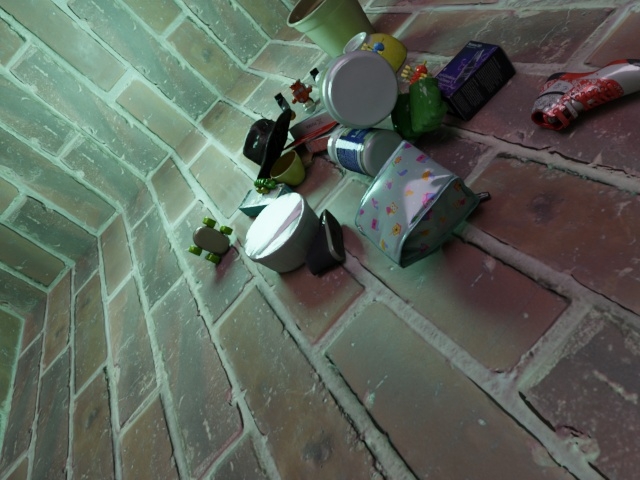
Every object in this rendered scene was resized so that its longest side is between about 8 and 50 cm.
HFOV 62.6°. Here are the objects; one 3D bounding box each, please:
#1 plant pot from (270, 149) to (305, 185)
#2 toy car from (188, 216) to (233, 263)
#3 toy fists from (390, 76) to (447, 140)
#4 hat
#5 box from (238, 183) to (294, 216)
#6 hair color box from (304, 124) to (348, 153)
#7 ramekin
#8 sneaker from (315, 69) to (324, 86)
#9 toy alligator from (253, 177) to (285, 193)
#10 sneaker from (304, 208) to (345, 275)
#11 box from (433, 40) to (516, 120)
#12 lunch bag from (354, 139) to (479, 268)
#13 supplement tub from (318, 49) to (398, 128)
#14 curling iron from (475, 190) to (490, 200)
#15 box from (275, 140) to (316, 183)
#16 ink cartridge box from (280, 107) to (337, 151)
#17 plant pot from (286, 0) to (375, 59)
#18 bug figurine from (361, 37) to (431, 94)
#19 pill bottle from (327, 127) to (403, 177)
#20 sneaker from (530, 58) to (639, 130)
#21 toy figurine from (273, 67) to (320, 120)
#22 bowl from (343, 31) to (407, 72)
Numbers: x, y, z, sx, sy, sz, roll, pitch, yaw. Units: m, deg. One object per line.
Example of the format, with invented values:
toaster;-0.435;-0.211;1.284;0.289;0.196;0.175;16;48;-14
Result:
plant pot;-0.113;-0.266;2.029;0.134;0.095;0.134;-31;36;27
toy car;-0.460;-0.004;2.145;0.155;0.149;0.188;-66;23;-7
toy fists;0.294;-0.384;1.596;0.279;0.096;0.142;175;91;-74
hat;-0.232;-0.396;2.125;0.331;0.134;0.331;22;-90;-88
box;-0.217;-0.156;2.071;0.244;0.060;0.100;-2;53;49
hair color box;0.028;-0.389;2.009;0.167;0.053;0.093;-4;35;48
ramekin;-0.114;-0.016;1.737;0.273;0.127;0.272;-31;35;26
sneaker;0.109;-0.583;2.007;0.292;0.110;0.118;13;78;21
toy alligator;-0.206;-0.216;2.014;0.190;0.051;0.056;2;57;51
sneaker;0.000;0.000;1.623;0.118;0.083;0.222;-34;36;23
box;0.443;-0.479;1.571;0.207;0.108;0.153;-47;31;4
lunch bag;0.224;-0.080;1.327;0.262;0.160;0.223;-52;45;10
supplement tub;0.114;-0.467;1.627;0.228;0.228;0.316;-42;16;10
curling iron;0.313;-0.092;1.387;0.274;0.035;0.068;-14;46;43
box;-0.094;-0.333;2.146;0.201;0.021;0.164;-23;40;35
ink cartridge box;-0.022;-0.464;2.092;0.275;0.060;0.239;-15;22;42
plant pot;0.075;-0.970;2.348;0.334;0.305;0.333;-32;36;26
bug figurine;0.244;-0.584;1.881;0.279;0.072;0.216;38;103;22
pill bottle;0.140;-0.290;1.695;0.153;0.153;0.265;-53;32;-6
sneaker;0.618;-0.326;1.219;0.145;0.090;0.270;-57;29;-11
toy figurine;-0.072;-0.625;2.286;0.210;0.148;0.213;-15;27;50
bowl;0.185;-0.737;2.113;0.290;0.156;0.289;-31;36;26
